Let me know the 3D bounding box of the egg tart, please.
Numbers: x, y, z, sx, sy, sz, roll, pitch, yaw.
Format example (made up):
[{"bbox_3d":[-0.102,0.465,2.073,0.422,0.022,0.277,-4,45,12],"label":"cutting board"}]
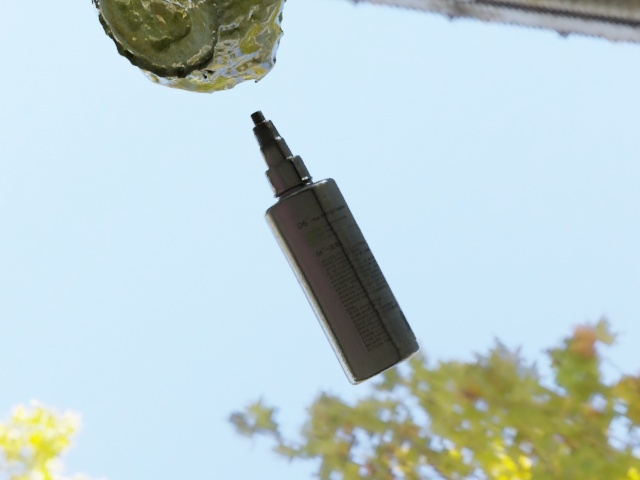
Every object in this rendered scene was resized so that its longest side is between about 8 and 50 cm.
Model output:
[{"bbox_3d":[-0.126,-0.205,1.406,0.197,0.197,0.078,-21,-165,36],"label":"egg tart"}]

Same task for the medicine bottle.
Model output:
[{"bbox_3d":[0.000,0.000,1.125,0.057,0.057,0.199,-29,-92,31],"label":"medicine bottle"}]
